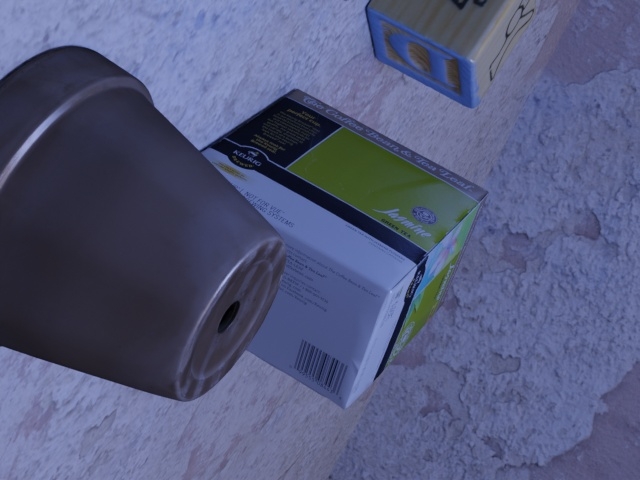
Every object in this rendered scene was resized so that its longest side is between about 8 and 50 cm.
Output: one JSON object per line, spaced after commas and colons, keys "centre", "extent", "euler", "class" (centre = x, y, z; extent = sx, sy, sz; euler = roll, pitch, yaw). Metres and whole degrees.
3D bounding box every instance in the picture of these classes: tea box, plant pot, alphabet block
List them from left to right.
{"centre": [-0.200, 0.012, 1.380], "extent": [0.323, 0.280, 0.323], "euler": [-52, 162, -24], "class": "plant pot"}
{"centre": [0.000, 0.000, 1.884], "extent": [0.323, 0.329, 0.220], "euler": [-40, 155, -49], "class": "tea box"}
{"centre": [0.208, -0.356, 2.145], "extent": [0.197, 0.193, 0.192], "euler": [-57, 166, -12], "class": "alphabet block"}
